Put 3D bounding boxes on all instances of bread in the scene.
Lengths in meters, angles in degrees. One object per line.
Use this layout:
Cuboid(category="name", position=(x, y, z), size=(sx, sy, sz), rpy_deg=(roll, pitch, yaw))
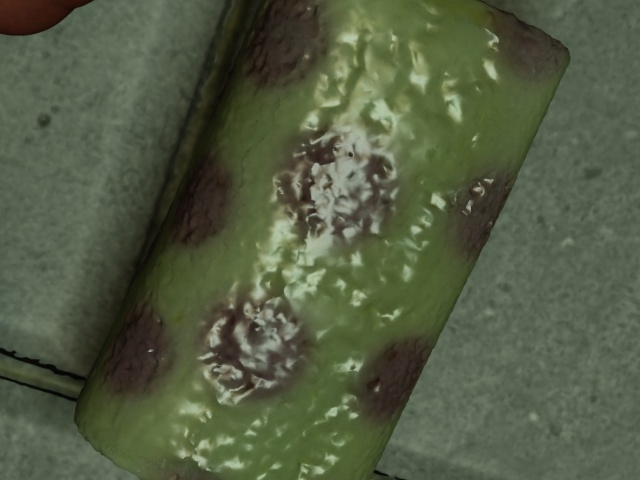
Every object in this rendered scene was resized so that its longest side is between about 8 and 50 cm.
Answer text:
Cuboid(category="bread", position=(0.000, 0.000, 0.963), size=(0.187, 0.155, 0.338), rpy_deg=(24, 97, -13))

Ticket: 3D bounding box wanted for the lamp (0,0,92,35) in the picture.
Cuboid(category="lamp", position=(-0.189, -0.208, 0.923), size=(0.182, 0.140, 0.182), rpy_deg=(0, 118, 0))
